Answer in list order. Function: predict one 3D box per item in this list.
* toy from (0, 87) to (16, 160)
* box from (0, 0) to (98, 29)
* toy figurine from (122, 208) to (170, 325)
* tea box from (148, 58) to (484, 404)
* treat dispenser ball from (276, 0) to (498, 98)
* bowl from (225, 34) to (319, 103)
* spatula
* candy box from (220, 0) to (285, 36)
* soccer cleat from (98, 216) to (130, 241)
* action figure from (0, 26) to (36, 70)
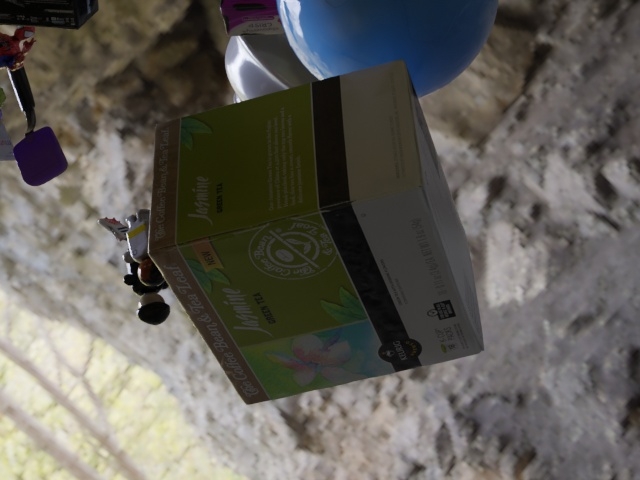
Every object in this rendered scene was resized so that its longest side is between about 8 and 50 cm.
[{"bbox_3d":[-0.573,-0.249,2.137,0.056,0.237,0.137,-28,-5,22],"label":"toy"},{"bbox_3d":[-0.390,-0.358,1.651,0.180,0.147,0.077,4,30,11],"label":"box"},{"bbox_3d":[-0.233,0.039,2.194,0.209,0.213,0.148,106,152,-61],"label":"toy figurine"},{"bbox_3d":[0.000,0.000,1.560,0.323,0.329,0.220,-14,47,12],"label":"tea box"},{"bbox_3d":[0.086,-0.322,1.654,0.288,0.288,0.288,-41,24,22],"label":"treat dispenser ball"},{"bbox_3d":[-0.059,-0.266,2.249,0.134,0.298,0.298,-53,19,24],"label":"bowl"},{"bbox_3d":[-0.500,-0.213,2.183,0.084,0.030,0.296,-30,52,9],"label":"spatula"},{"bbox_3d":[-0.066,-0.423,1.945,0.159,0.071,0.233,-2,59,5],"label":"candy box"},{"bbox_3d":[-0.377,-0.017,2.374,0.029,0.083,0.035,-27,47,43],"label":"soccer cleat"},{"bbox_3d":[-0.543,-0.265,1.960,0.280,0.091,0.139,-43,3,-25],"label":"action figure"}]
